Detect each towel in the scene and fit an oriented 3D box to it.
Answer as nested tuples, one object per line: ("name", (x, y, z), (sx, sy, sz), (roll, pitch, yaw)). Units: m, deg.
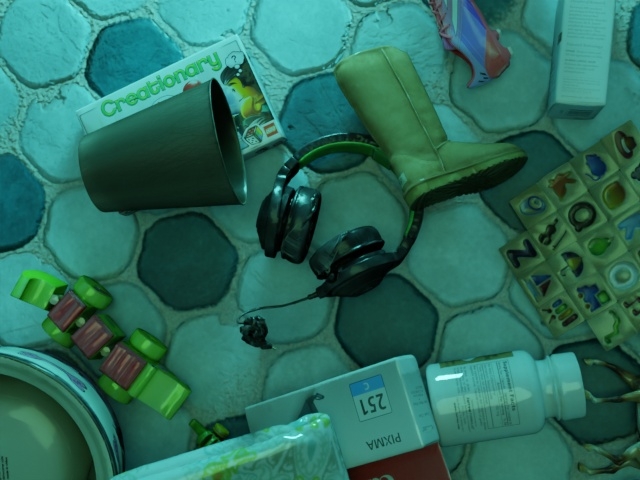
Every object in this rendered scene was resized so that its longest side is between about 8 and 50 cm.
("towel", (-0.121, 0.458, 1.493), (0.374, 0.090, 0.320), (-17, 102, -4))

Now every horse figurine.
("horse figurine", (0.495, 0.288, 1.569), (0.174, 0.066, 0.263), (3, 86, 7))

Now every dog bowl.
("dog bowl", (-0.495, 0.351, 1.597), (0.408, 0.150, 0.408), (1, 100, 7))

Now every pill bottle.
("pill bottle", (0.285, 0.239, 1.562), (0.229, 0.131, 0.131), (-9, 85, 6))

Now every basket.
("basket", (-0.250, -0.129, 1.588), (0.227, 0.154, 0.204), (-14, 91, 9))

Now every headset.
("headset", (0.000, 0.000, 1.584), (0.243, 0.185, 0.394), (34, 79, 8))

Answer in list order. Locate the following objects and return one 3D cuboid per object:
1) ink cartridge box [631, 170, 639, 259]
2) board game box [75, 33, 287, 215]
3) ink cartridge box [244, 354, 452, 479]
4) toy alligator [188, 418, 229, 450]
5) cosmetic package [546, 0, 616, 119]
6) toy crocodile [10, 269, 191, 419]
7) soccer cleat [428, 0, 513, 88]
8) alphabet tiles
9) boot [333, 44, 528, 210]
("ink cartridge box", (0.617, 0.020, 1.579), (0.239, 0.060, 0.275), (-4, 86, 7))
("board game box", (-0.233, -0.191, 1.687), (0.305, 0.053, 0.193), (-25, 84, 4))
("ink cartridge box", (0.046, 0.341, 1.550), (0.296, 0.066, 0.261), (-23, 78, 29))
("toy alligator", (-0.145, 0.359, 1.640), (0.190, 0.051, 0.056), (41, 92, 7))
("cosmetic package", (0.413, -0.316, 1.595), (0.086, 0.117, 0.231), (4, 86, 5))
("toy crocodile", (-0.357, 0.164, 1.651), (0.340, 0.105, 0.115), (42, 91, 7))
("soccer cleat", (0.217, -0.365, 1.641), (0.095, 0.083, 0.248), (-34, 86, 8))
("alphabet tiles", (0.465, -0.008, 1.572), (0.342, 0.011, 0.285), (-35, 75, 16))
("boot", (0.179, -0.200, 1.622), (0.236, 0.089, 0.269), (-16, 68, -24))
